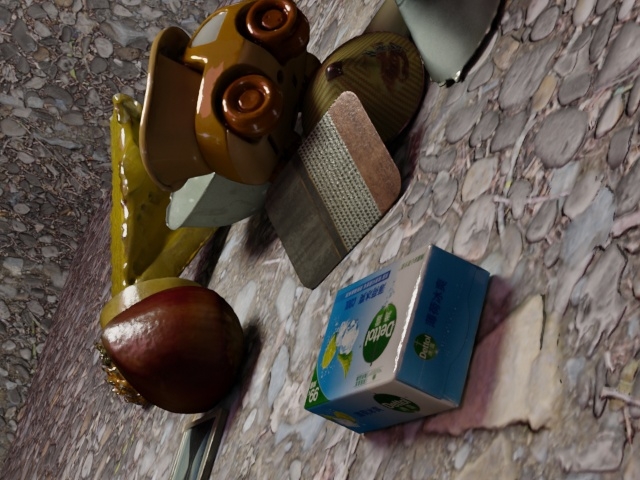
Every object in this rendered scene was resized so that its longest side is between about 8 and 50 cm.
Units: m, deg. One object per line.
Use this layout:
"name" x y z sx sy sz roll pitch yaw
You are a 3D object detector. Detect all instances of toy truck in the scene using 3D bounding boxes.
"toy truck" -0.118 -0.202 1.532 0.204 0.212 0.288 61 -143 -62

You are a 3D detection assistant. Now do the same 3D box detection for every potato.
"potato" -0.278 0.178 1.821 0.203 0.178 0.158 -23 51 18

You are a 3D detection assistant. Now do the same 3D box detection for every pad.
"pad" 0.021 0.005 1.352 0.250 0.055 0.323 -49 39 41

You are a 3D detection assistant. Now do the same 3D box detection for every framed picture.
"framed picture" -0.193 0.348 1.559 0.150 0.015 0.203 -35 34 57

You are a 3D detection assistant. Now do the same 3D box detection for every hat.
"hat" 0.035 -0.204 1.403 0.193 0.082 0.193 -14 62 29

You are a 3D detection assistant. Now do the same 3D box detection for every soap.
"soap" -0.363 -0.050 1.993 0.338 0.304 0.169 -54 9 -26

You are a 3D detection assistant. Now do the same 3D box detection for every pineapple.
"pineapple" -0.353 0.213 2.002 0.176 0.137 0.161 -24 44 63

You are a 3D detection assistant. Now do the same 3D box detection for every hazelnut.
"hazelnut" -0.219 0.155 1.587 0.208 0.208 0.208 -54 20 31

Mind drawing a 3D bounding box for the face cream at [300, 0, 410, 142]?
"face cream" 0.084 -0.270 1.517 0.341 0.084 0.137 -63 -2 -9

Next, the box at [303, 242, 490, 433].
"box" 0.070 0.100 1.046 0.194 0.073 0.139 -33 36 59

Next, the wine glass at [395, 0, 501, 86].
"wine glass" 0.083 -0.301 1.292 0.156 0.232 0.156 -54 20 30

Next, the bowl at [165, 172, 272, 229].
"bowl" -0.122 -0.134 1.800 0.313 0.146 0.313 -53 23 33
